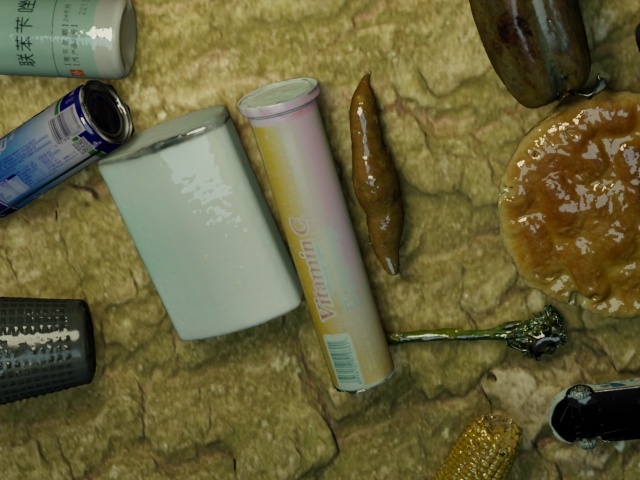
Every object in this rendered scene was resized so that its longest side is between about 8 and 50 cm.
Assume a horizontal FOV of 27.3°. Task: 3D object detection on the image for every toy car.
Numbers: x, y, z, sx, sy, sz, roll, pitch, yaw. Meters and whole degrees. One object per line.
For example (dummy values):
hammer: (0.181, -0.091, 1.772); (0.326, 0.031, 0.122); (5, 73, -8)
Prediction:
toy car: (0.422, 0.236, 1.844); (0.204, 0.056, 0.095); (-8, 114, 14)

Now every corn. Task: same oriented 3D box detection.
corn: (0.200, 0.371, 1.910); (0.106, 0.106, 0.293); (22, 114, -4)

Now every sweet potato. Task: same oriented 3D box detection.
sweet potato: (0.073, -0.085, 1.736); (0.067, 0.067, 0.274); (-7, 109, 9)

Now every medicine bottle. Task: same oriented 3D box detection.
medicine bottle: (-0.417, -0.267, 1.680); (0.351, 0.110, 0.110); (4, 115, 5)
medicine bottle: (0.000, 0.000, 1.755); (0.108, 0.108, 0.426); (-11, 113, 11)

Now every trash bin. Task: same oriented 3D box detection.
trash bin: (-0.400, 0.149, 1.852); (0.161, 0.175, 0.176); (-5, 114, -5)

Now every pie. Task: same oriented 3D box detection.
pie: (0.394, -0.048, 1.708); (0.339, 0.083, 0.340); (3, 117, 6)

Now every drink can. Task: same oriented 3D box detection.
drink can: (-0.362, -0.118, 1.734); (0.235, 0.097, 0.097); (-29, 108, 27)

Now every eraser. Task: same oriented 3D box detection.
eraser: (-0.158, -0.019, 1.769); (0.189, 0.104, 0.290); (-18, 112, 11)

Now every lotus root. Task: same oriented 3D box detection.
lotus root: (0.252, -0.272, 1.597); (0.124, 0.123, 0.241); (-25, 109, -12)

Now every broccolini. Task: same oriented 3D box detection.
broccolini: (0.216, 0.131, 1.841); (0.254, 0.071, 0.057); (-2, 156, 14)

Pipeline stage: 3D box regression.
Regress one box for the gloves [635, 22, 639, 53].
gloves: (0.494, -0.269, 1.584); (0.229, 0.097, 0.119); (-12, 123, 14)
